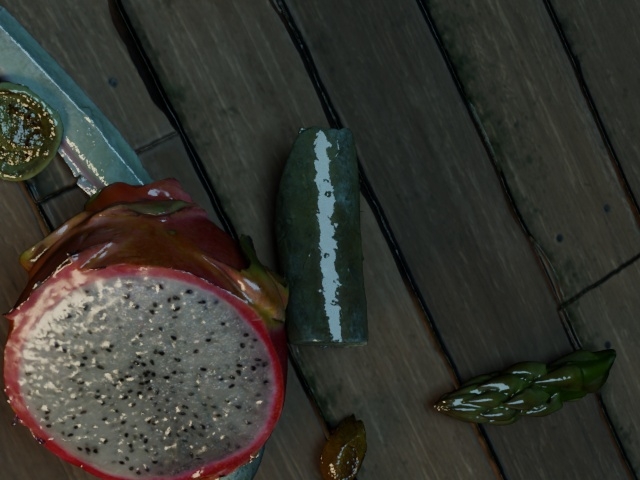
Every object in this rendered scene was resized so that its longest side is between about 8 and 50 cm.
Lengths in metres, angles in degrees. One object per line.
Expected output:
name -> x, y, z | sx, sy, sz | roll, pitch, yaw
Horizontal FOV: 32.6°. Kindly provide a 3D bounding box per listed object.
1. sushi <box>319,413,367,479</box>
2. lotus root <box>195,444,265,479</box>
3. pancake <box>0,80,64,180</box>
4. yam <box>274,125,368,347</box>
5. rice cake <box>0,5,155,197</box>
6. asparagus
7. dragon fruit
sushi -> 0.024, 0.253, 1.304 | 0.050, 0.047, 0.099 | 44, 68, -36
lotus root -> -0.100, 0.214, 1.230 | 0.088, 0.088, 0.165 | 22, 67, -23
pancake -> -0.327, -0.115, 1.158 | 0.108, 0.017, 0.108 | -1, 106, -4
yam -> 0.000, 0.000, 1.282 | 0.106, 0.106, 0.259 | -3, 86, -26
rice cake -> -0.279, -0.125, 1.192 | 0.081, 0.051, 0.290 | -39, 104, 11
asparagus -> 0.272, 0.194, 1.414 | 0.287, 0.080, 0.080 | -5, 88, -25
dragon fruit -> -0.167, 0.077, 1.120 | 0.306, 0.225, 0.305 | 0, 119, 0
